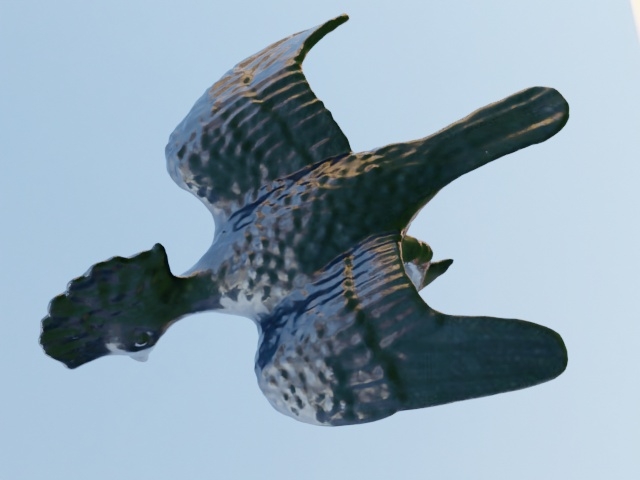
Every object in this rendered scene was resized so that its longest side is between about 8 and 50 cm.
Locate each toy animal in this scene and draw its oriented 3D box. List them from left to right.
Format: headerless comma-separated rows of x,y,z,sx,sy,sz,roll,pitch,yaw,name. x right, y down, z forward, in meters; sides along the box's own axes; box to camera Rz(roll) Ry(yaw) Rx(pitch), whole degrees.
0.000,0.000,0.539,0.176,0.255,0.239,17,-143,-57,toy animal
